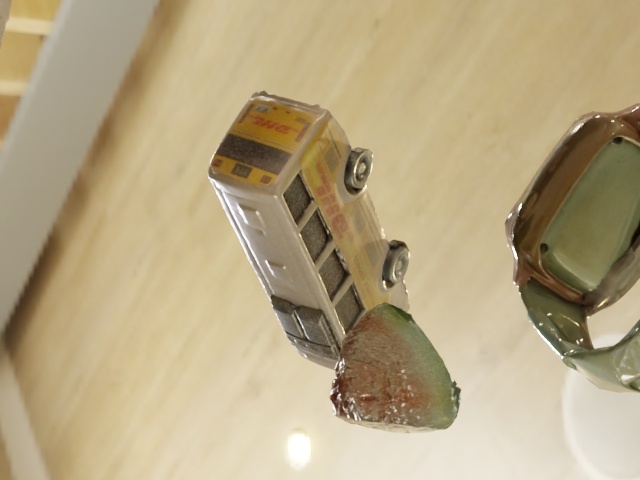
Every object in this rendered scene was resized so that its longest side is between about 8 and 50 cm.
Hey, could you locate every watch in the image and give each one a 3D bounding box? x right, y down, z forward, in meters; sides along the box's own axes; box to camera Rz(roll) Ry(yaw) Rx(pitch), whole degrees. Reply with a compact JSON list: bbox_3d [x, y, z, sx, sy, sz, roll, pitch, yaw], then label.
[{"bbox_3d":[0.299,0.014,1.364,0.253,0.161,0.241,-57,-153,5],"label":"watch"}]

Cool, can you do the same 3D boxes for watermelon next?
[{"bbox_3d":[0.057,0.118,1.232,0.081,0.094,0.180,-57,-169,22],"label":"watermelon"}]

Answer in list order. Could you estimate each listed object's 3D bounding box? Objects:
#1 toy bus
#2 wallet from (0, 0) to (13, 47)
[{"bbox_3d":[0.000,0.000,1.413,0.097,0.342,0.138,16,-120,27],"label":"toy bus"},{"bbox_3d":[-0.197,-0.133,0.872,0.044,0.011,0.083,-27,-129,56],"label":"wallet"}]
